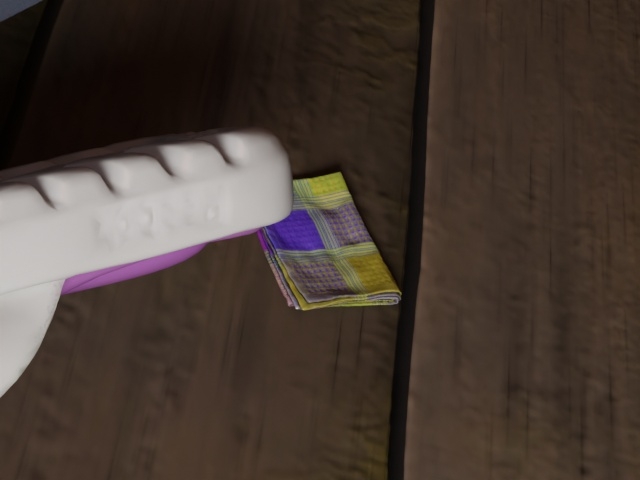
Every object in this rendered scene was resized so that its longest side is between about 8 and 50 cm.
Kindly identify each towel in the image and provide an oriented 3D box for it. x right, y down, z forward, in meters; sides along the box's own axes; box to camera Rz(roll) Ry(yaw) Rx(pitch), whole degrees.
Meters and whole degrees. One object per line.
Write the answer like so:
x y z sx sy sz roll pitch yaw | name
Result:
0.000 0.000 0.814 0.060 0.009 0.083 -3 51 -28 | towel

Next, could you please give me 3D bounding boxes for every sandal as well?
-0.172 0.046 0.606 0.416 0.169 0.102 -19 99 -33 | sandal

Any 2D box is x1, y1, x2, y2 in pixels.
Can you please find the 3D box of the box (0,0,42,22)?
-0.285 -0.194 0.648 0.343 0.179 0.312 -32 64 -21 | box
